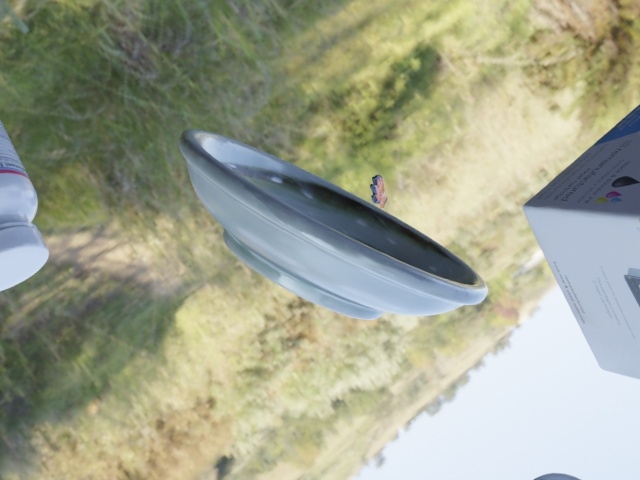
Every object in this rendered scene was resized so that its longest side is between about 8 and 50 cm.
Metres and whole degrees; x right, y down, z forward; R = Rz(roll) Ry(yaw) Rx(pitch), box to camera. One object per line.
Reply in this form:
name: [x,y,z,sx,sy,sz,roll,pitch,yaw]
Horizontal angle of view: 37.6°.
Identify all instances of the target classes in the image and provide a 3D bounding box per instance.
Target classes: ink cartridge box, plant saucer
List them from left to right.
plant saucer: [0.000,0.000,1.114,0.100,0.401,0.400,-63,173,10]
ink cartridge box: [0.355,0.003,0.773,0.198,0.197,0.270,-39,-158,-21]

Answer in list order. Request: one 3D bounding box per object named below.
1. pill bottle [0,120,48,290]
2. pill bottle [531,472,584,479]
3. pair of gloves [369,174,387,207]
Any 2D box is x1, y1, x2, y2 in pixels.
pill bottle: [-0.255,-0.045,0.665,0.087,0.160,0.087,-28,165,-8]
pill bottle: [0.267,0.368,1.136,0.118,0.117,0.208,-36,156,-24]
pair of gloves: [0.078,-0.051,1.376,0.083,0.010,0.074,-65,154,-23]
